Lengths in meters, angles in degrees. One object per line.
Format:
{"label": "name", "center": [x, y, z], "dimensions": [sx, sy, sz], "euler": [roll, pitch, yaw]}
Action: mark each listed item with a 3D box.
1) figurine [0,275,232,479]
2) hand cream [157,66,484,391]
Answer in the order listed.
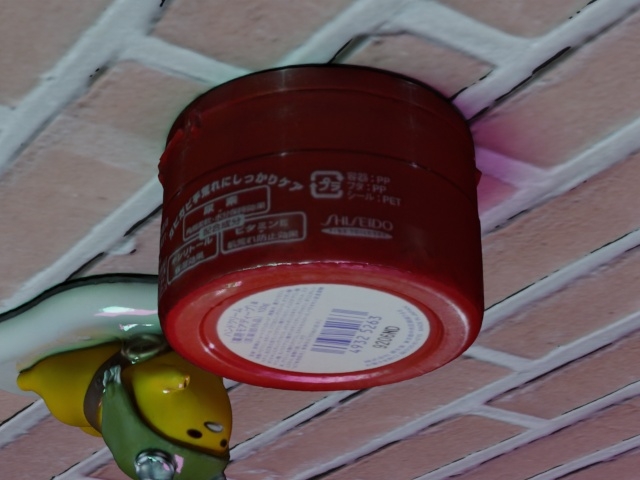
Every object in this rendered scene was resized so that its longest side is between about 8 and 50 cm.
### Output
{"label": "figurine", "center": [-0.145, 0.126, 1.056], "dimensions": [0.250, 0.141, 0.166], "euler": [-17, 150, 27]}
{"label": "hand cream", "center": [0.000, 0.000, 0.840], "dimensions": [0.193, 0.125, 0.193], "euler": [1, 153, 1]}
